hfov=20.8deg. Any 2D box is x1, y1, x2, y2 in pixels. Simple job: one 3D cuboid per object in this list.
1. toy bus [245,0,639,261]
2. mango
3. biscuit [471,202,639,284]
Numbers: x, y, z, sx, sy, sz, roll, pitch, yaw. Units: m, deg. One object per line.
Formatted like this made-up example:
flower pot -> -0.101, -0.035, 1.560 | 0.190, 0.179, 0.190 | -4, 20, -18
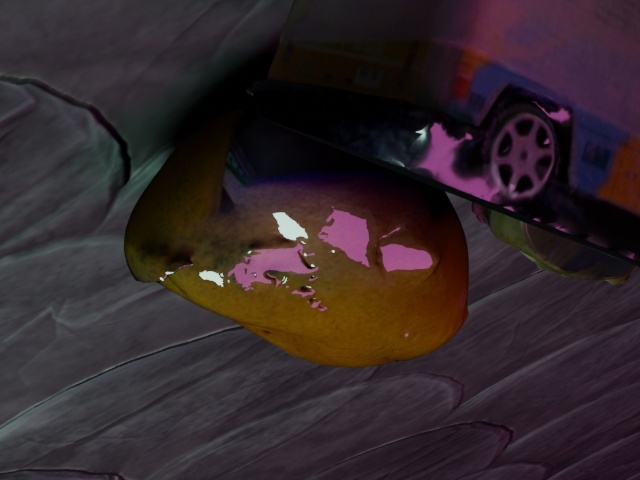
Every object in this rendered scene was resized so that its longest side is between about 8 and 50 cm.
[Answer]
toy bus -> 0.163, -0.079, 1.018 | 0.386, 0.171, 0.162 | 20, 91, -38
mango -> 0.000, 0.000, 1.178 | 0.287, 0.201, 0.152 | 34, 74, -63
biscuit -> 0.184, -0.083, 1.206 | 0.335, 0.078, 0.329 | -10, 132, -29
